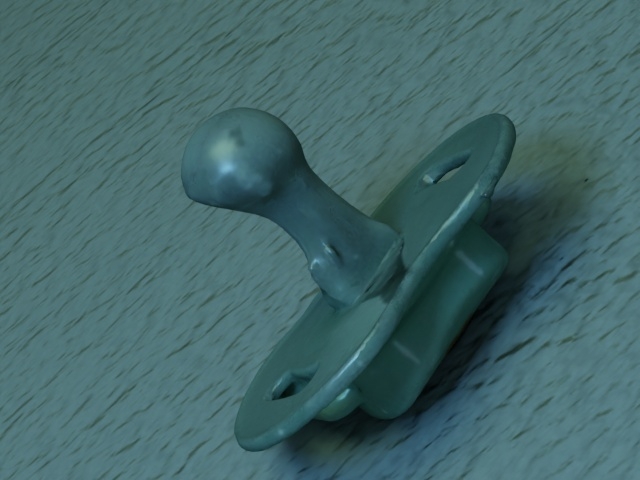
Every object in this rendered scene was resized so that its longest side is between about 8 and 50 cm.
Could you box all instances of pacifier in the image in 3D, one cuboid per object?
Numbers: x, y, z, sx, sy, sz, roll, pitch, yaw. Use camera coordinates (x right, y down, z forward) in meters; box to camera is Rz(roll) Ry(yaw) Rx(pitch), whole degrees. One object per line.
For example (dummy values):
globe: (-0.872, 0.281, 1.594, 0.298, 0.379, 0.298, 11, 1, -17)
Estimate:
pacifier: (0.000, 0.000, 1.592, 0.343, 0.269, 0.288, -51, 10, -23)
